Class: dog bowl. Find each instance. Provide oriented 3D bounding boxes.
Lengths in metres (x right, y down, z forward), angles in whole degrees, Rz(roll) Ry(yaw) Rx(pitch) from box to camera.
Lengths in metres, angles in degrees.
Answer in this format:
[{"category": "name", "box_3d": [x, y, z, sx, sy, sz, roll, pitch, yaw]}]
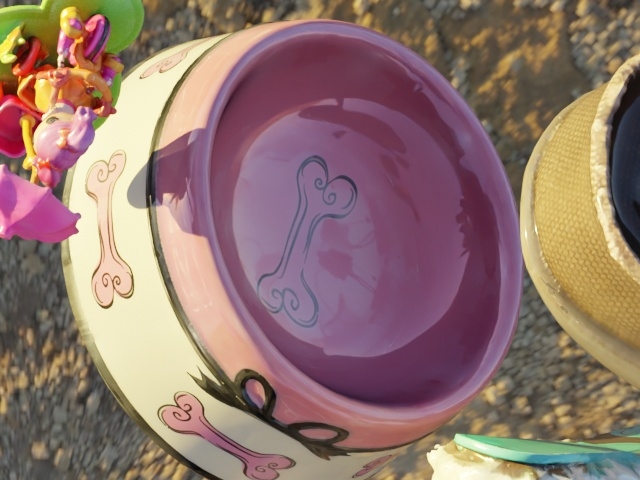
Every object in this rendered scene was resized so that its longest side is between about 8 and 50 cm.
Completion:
[{"category": "dog bowl", "box_3d": [0.000, 0.000, 1.235, 0.408, 0.150, 0.408, 14, 66, -34]}]

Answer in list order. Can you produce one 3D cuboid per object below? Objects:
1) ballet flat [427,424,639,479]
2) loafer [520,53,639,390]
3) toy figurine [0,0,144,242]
[{"category": "ballet flat", "box_3d": [0.234, 0.197, 1.093, 0.408, 0.147, 0.147, 1, 74, -36]}, {"category": "loafer", "box_3d": [0.240, -0.012, 0.410, 0.365, 0.130, 0.134, 5, 64, 8]}, {"category": "toy figurine", "box_3d": [-0.180, -0.075, 1.008, 0.130, 0.173, 0.159, 32, 30, -35]}]
